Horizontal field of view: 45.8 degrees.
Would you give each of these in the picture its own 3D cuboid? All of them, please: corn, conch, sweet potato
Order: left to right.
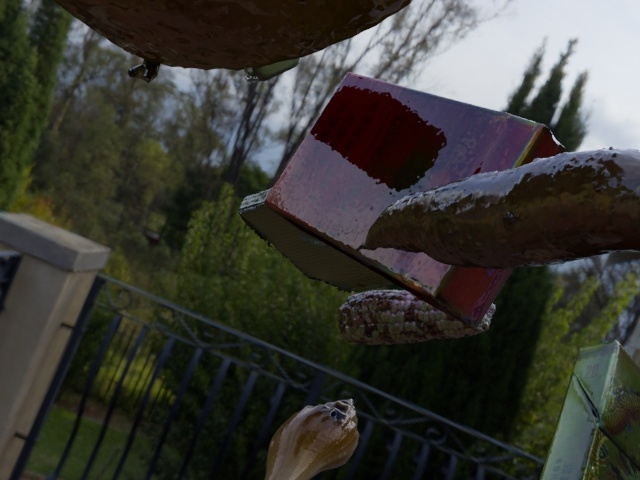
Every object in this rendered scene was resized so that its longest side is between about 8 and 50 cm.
[{"bbox_3d":[-0.015,0.300,1.100,0.109,0.093,0.330,39,22,12],"label":"conch"},{"bbox_3d":[0.144,0.123,1.222,0.281,0.092,0.092,-9,-24,43],"label":"corn"},{"bbox_3d":[0.108,-0.012,0.454,0.072,0.066,0.314,2,-4,-33],"label":"sweet potato"}]

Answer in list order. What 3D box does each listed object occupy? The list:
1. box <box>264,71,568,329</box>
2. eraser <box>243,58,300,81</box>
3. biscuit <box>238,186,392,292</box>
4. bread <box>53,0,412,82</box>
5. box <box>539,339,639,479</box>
[{"bbox_3d":[0.094,-0.060,0.835,0.089,0.197,0.313,36,-3,-40],"label":"box"},{"bbox_3d":[-0.075,-0.246,0.878,0.058,0.117,0.172,-21,14,-5],"label":"eraser"},{"bbox_3d":[0.000,0.000,1.196,0.147,0.046,0.250,-17,-48,39],"label":"biscuit"},{"bbox_3d":[-0.045,-0.296,0.447,0.398,0.398,0.215,23,-16,31],"label":"bread"},{"bbox_3d":[0.209,0.243,0.533,0.173,0.311,0.043,46,-38,-16],"label":"box"}]
